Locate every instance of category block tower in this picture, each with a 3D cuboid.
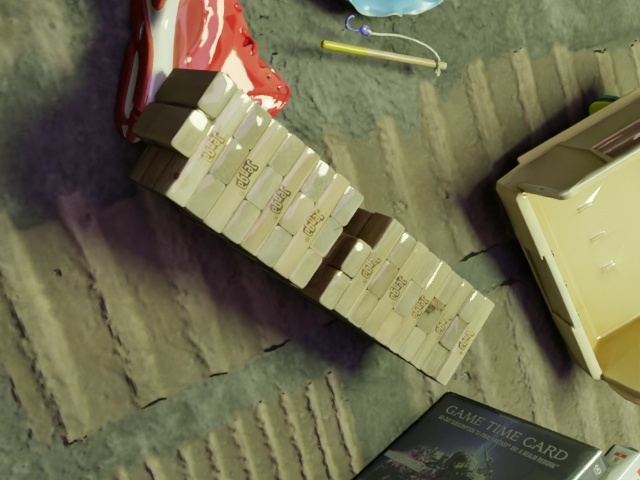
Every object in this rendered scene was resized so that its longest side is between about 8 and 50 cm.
[{"bbox_3d":[0.000,0.000,0.615,0.335,0.097,0.091,37,83,-33],"label":"block tower"}]

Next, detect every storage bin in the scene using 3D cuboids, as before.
[{"bbox_3d":[0.351,-0.010,0.765,0.260,0.123,0.262,-30,113,-1],"label":"storage bin"}]

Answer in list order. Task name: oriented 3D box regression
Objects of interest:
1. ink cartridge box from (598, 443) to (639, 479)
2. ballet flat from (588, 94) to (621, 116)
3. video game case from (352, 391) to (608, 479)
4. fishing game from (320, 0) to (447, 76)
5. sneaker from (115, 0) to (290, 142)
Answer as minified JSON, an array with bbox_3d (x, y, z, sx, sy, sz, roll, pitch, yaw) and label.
[{"bbox_3d":[0.331,0.346,0.863,0.179,0.045,0.145,-42,109,-22],"label":"ink cartridge box"},{"bbox_3d":[0.382,-0.080,0.853,0.231,0.077,0.077,25,83,-28],"label":"ballet flat"},{"bbox_3d":[0.081,0.244,0.643,0.274,0.196,0.026,-36,109,-22],"label":"video game case"},{"bbox_3d":[0.062,-0.292,0.672,0.189,0.041,0.264,7,89,-30],"label":"fishing game"},{"bbox_3d":[-0.083,-0.177,0.616,0.128,0.087,0.221,11,99,-36],"label":"sneaker"}]
